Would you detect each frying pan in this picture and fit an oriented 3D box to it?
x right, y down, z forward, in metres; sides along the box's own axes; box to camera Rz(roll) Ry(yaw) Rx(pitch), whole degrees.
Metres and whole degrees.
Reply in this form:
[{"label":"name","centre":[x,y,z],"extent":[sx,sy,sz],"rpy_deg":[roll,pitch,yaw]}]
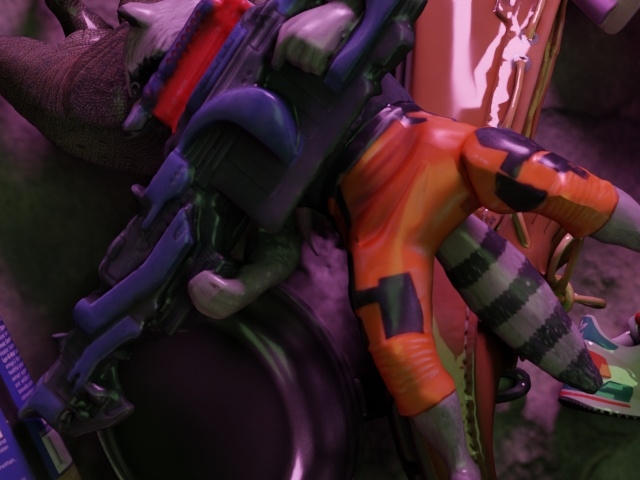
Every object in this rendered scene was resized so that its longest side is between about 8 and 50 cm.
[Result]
[{"label":"frying pan","centre":[-0.018,0.080,1.119],"extent":[0.326,0.053,0.197],"rpy_deg":[-28,85,-44]}]

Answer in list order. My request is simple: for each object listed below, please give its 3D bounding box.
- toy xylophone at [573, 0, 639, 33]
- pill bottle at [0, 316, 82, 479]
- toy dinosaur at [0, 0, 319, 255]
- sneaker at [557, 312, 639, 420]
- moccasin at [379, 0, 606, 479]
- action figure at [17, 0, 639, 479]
[{"label":"toy xylophone","centre":[0.295,-0.254,1.245],"extent":[0.322,0.081,0.236],"rpy_deg":[-28,74,-23]},{"label":"pill bottle","centre":[-0.228,0.080,0.988],"extent":[0.123,0.123,0.219],"rpy_deg":[-28,95,-24]},{"label":"toy dinosaur","centre":[-0.095,-0.099,1.070],"extent":[0.313,0.121,0.160],"rpy_deg":[8,68,-27]},{"label":"sneaker","centre":[0.243,0.090,1.230],"extent":[0.161,0.057,0.075],"rpy_deg":[9,86,-20]},{"label":"moccasin","centre":[0.111,-0.009,1.112],"extent":[0.147,0.139,0.380],"rpy_deg":[3,64,5]},{"label":"action figure","centre":[0.000,0.000,0.969],"extent":[0.330,0.178,0.341],"rpy_deg":[45,105,10]}]
